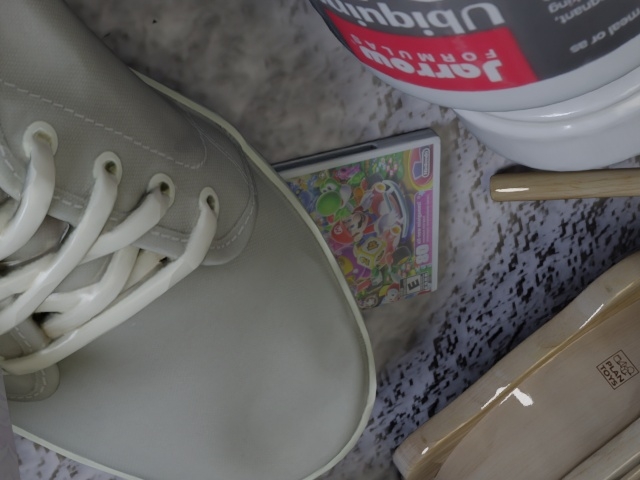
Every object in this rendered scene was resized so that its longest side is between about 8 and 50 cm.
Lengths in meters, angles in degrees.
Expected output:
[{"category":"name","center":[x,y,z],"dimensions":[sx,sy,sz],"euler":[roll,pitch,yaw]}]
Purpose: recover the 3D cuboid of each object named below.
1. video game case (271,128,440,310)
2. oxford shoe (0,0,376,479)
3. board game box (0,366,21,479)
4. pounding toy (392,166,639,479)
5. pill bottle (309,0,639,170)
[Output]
[{"category":"video game case","center":[0.000,0.000,0.762],"dimensions":[0.122,0.011,0.087],"euler":[-14,124,-20]},{"category":"oxford shoe","center":[-0.117,-0.014,0.614],"dimensions":[0.169,0.130,0.449],"euler":[-41,129,0]},{"category":"board game box","center":[-0.324,0.092,0.533],"dimensions":[0.318,0.066,0.318],"euler":[-36,138,19]},{"category":"pounding toy","center":[0.141,0.048,0.831],"dimensions":[0.269,0.155,0.154],"euler":[-41,158,11]},{"category":"pill bottle","center":[0.052,-0.155,0.574],"dimensions":[0.176,0.176,0.318],"euler":[-42,143,1]}]
